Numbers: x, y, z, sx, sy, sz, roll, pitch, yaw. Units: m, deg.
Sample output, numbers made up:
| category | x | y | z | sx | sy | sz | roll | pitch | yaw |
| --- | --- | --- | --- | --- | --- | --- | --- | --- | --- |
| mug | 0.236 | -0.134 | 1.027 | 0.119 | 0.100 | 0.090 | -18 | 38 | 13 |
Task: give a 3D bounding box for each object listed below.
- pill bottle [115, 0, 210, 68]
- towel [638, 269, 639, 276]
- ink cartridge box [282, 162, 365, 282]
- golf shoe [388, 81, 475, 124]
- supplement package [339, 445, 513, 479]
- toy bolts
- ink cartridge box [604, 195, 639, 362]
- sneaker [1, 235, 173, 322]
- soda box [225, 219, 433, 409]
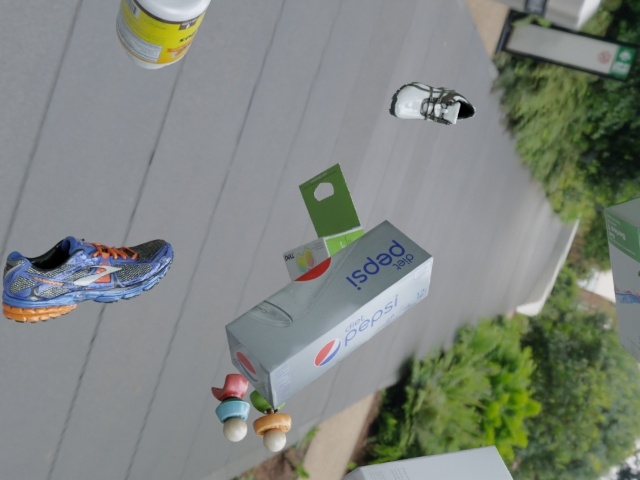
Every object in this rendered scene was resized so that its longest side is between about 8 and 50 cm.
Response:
| category | x | y | z | sx | sy | sz | roll | pitch | yaw |
| --- | --- | --- | --- | --- | --- | --- | --- | --- | --- |
| pill bottle | -0.239 | -0.337 | 1.118 | 0.117 | 0.117 | 0.215 | -62 | -167 | -21 |
| towel | 0.464 | 0.014 | 1.014 | 0.060 | 0.009 | 0.083 | -11 | 134 | -35 |
| ink cartridge box | 0.000 | 0.000 | 1.480 | 0.097 | 0.189 | 0.255 | -18 | 88 | -29 |
| golf shoe | 0.233 | -0.277 | 1.531 | 0.198 | 0.094 | 0.077 | -10 | 122 | -32 |
| supplement package | 0.118 | 0.374 | 0.901 | 0.293 | 0.175 | 0.177 | 9 | 135 | -47 |
| toy bolts | -0.148 | 0.429 | 1.899 | 0.218 | 0.229 | 0.158 | -47 | -138 | 39 |
| ink cartridge box | 0.605 | 0.058 | 1.251 | 0.117 | 0.202 | 0.278 | -116 | -170 | -67 |
| sneaker | -0.286 | 0.033 | 0.937 | 0.221 | 0.083 | 0.087 | -18 | 115 | -33 |
| soda box | 0.016 | 0.093 | 1.008 | 0.286 | 0.098 | 0.091 | -33 | 145 | -25 |
